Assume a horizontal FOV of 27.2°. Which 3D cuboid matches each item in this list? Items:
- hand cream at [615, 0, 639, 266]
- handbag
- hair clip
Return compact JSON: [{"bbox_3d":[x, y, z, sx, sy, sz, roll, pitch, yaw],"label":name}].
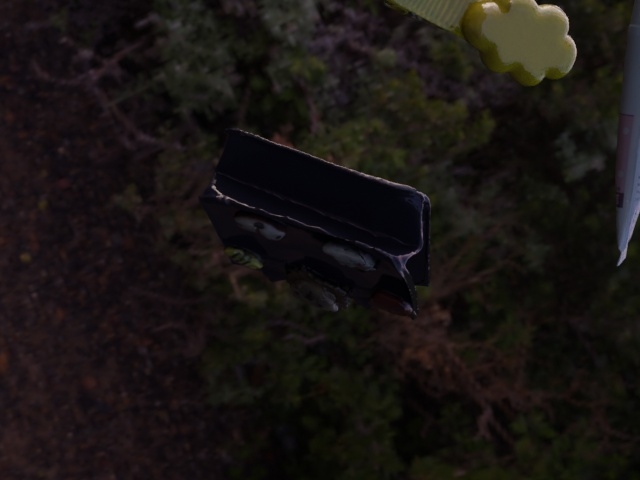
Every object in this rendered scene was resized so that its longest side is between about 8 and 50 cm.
[{"bbox_3d":[0.391,-0.135,1.605,0.085,0.058,0.331,-28,123,-71],"label":"hand cream"},{"bbox_3d":[0.000,0.000,1.852,0.329,0.303,0.121,79,32,-67],"label":"handbag"},{"bbox_3d":[0.136,-0.186,1.097,0.173,0.072,0.046,28,13,-6],"label":"hair clip"}]
